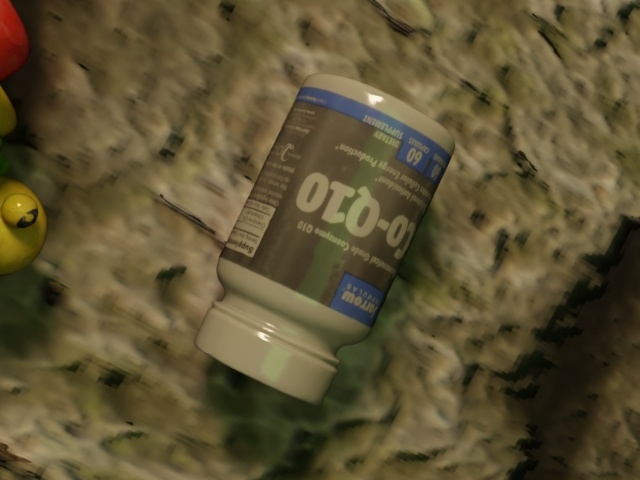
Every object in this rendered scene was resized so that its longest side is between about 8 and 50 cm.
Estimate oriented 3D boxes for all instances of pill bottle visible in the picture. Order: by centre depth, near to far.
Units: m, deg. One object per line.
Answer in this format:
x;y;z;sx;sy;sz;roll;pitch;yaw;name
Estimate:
0.000;0.000;0.562;0.078;0.078;0.137;26;86;-22;pill bottle

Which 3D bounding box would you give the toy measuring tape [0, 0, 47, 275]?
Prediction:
-0.205;-0.119;0.449;0.121;0.121;0.330;-38;108;-13;toy measuring tape
